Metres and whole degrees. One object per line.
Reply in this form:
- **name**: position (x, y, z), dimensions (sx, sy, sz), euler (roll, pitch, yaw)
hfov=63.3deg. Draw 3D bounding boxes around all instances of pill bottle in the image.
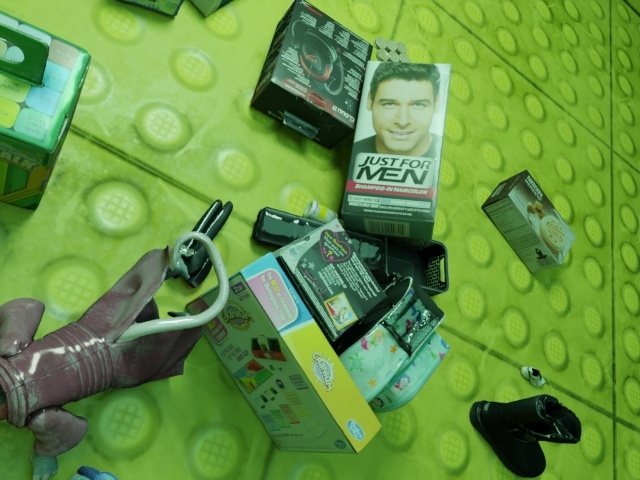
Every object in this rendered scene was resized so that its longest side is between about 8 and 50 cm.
- **pill bottle**: position (0.008, -0.049, 1.114), dimensions (0.083, 0.043, 0.043), euler (30, 59, -21)

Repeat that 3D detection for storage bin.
- **storage bin**: position (0.193, 0.055, 1.171), dimensions (0.180, 0.084, 0.121), euler (15, 65, -29)

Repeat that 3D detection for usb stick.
- **usb stick**: position (0.000, 0.000, 1.058), dimensions (0.278, 0.045, 0.077), euler (15, 79, -16)

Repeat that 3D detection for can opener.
- **can opener**: position (-0.217, -0.006, 0.956), dimensions (0.059, 0.073, 0.186), euler (10, 57, 13)

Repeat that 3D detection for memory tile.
- **memory tile**: position (0.203, -0.482, 1.418), dimensions (0.113, 0.012, 0.147), euler (-4, 75, -33)

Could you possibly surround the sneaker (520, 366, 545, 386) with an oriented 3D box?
- **sneaker**: position (0.549, 0.347, 1.321), dimensions (0.083, 0.037, 0.031), euler (32, 57, -21)

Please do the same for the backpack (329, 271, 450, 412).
- **backpack**: position (0.093, 0.210, 0.965), dimensions (0.254, 0.225, 0.191), euler (-35, 88, -32)

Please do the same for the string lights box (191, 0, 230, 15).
- **string lights box**: position (-0.210, -0.624, 1.164), dimensions (0.133, 0.077, 0.259), euler (45, 55, -10)

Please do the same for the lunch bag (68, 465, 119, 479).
- **lunch bag**: position (-0.259, 0.403, 0.695), dimensions (0.219, 0.176, 0.090), euler (48, 55, -8)

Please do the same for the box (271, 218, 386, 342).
- **box**: position (-0.039, 0.089, 0.907), dimensions (0.142, 0.247, 0.163), euler (-33, 92, -38)

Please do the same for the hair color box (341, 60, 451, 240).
- **hair color box**: position (0.168, -0.198, 1.118), dimensions (0.186, 0.113, 0.373), euler (6, 70, 11)

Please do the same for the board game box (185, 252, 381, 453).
- **board game box**: position (-0.073, 0.197, 0.850), dimensions (0.064, 0.242, 0.316), euler (-34, 93, -38)

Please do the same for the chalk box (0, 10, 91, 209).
- **chalk box**: position (-0.446, -0.191, 0.722), dimensions (0.180, 0.289, 0.179), euler (20, 63, -25)

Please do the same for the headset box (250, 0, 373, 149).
- **headset box**: position (-0.016, -0.364, 1.172), dimensions (0.218, 0.110, 0.293), euler (24, 61, -24)

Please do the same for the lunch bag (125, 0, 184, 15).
- **lunch bag**: position (-0.326, -0.527, 1.015), dimensions (0.129, 0.151, 0.096), euler (6, 44, -29)

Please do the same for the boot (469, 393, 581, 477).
- **boot**: position (0.478, 0.435, 1.137), dimensions (0.246, 0.207, 0.094), euler (47, 55, -11)

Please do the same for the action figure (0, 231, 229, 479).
- **action figure**: position (-0.313, 0.170, 0.704), dimensions (0.370, 0.276, 0.247), euler (-29, 96, -50)

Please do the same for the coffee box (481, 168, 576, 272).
- **coffee box**: position (0.583, -0.053, 1.450), dimensions (0.246, 0.098, 0.141), euler (51, 54, -7)
